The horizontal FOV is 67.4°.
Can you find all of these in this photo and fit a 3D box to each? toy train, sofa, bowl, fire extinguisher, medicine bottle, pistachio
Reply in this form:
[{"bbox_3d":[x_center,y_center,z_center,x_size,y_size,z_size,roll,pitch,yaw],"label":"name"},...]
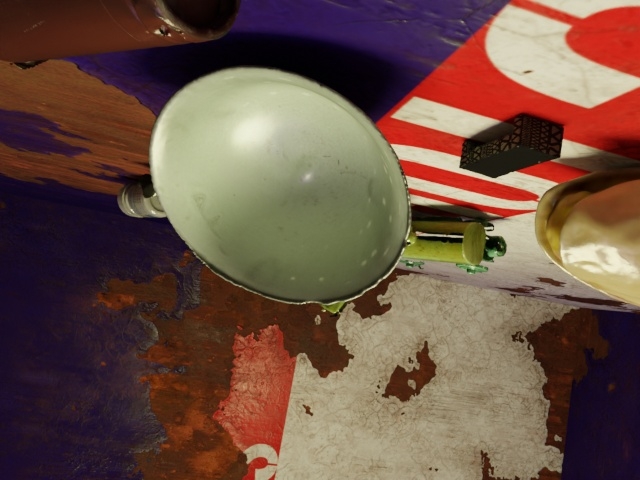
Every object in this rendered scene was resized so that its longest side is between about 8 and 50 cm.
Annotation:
[{"bbox_3d":[0.245,-0.009,1.065,0.308,0.126,0.190,5,164,47],"label":"toy train"},{"bbox_3d":[0.221,-0.108,0.569,0.060,0.039,0.118,11,173,-14],"label":"sofa"},{"bbox_3d":[-0.035,-0.080,0.594,0.314,0.313,0.146,9,-142,15],"label":"bowl"},{"bbox_3d":[-0.188,-0.183,0.350,0.269,0.104,0.105,6,172,29],"label":"fire extinguisher"},{"bbox_3d":[-0.475,-0.114,1.320,0.168,0.105,0.105,4,171,44],"label":"medicine bottle"},{"bbox_3d":[0.426,0.006,0.599,0.299,0.187,0.187,12,173,0],"label":"pistachio"}]

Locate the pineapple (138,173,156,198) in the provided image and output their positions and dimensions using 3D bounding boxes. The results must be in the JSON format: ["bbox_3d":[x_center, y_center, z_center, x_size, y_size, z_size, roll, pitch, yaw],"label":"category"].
[{"bbox_3d":[-0.318,-0.090,1.213,0.170,0.141,0.310,36,-179,33],"label":"pineapple"}]

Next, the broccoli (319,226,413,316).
[{"bbox_3d":[0.039,-0.010,0.955,0.243,0.273,0.180,1,135,49],"label":"broccoli"}]
